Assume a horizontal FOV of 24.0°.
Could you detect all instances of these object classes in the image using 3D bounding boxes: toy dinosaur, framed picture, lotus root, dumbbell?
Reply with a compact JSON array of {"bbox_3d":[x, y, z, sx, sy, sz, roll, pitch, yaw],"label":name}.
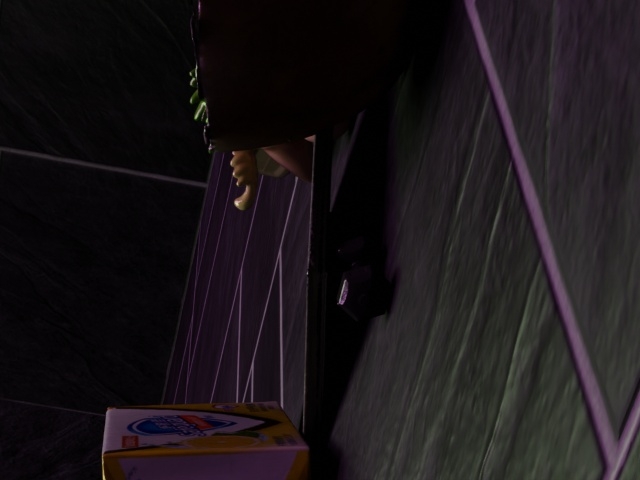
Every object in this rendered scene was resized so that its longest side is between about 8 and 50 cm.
[{"bbox_3d":[-0.020,-0.129,1.478,0.177,0.152,0.194,44,146,33],"label":"toy dinosaur"},{"bbox_3d":[0.000,0.000,1.259,0.231,0.018,0.293,92,-179,-46],"label":"framed picture"},{"bbox_3d":[-0.008,-0.198,1.117,0.272,0.192,0.272,179,90,-83],"label":"lotus root"},{"bbox_3d":[0.029,0.027,1.086,0.083,0.036,0.040,-100,24,-70],"label":"dumbbell"}]

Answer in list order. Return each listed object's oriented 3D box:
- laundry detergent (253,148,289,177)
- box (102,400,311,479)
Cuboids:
[{"bbox_3d":[-0.038,-0.206,1.764,0.171,0.076,0.237,128,153,-72],"label":"laundry detergent"},{"bbox_3d":[-0.099,0.201,1.258,0.265,0.168,0.097,-165,75,-84],"label":"box"}]
